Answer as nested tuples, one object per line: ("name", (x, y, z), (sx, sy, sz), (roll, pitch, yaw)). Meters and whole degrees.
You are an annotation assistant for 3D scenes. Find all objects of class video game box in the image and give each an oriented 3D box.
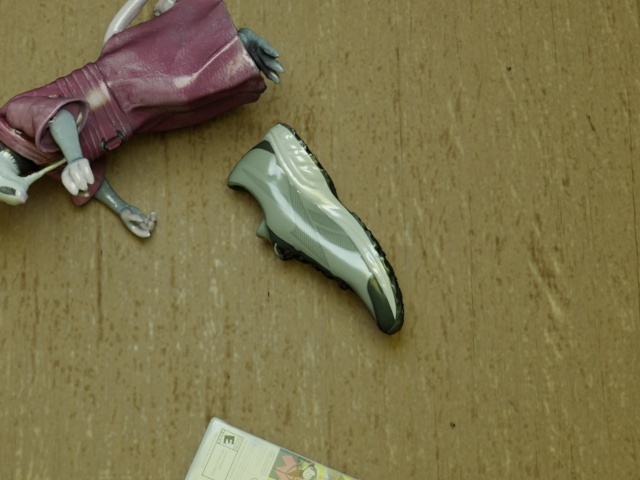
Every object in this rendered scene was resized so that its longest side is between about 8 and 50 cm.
("video game box", (-0.070, 0.318, 1.272), (0.187, 0.048, 0.205), (23, 74, 3))

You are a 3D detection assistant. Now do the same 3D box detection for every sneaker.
("sneaker", (0.000, 0.000, 1.352), (0.108, 0.100, 0.271), (-38, 78, 0))

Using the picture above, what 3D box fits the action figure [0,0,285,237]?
("action figure", (-0.238, -0.154, 1.282), (0.370, 0.248, 0.276), (-27, 78, -15))
